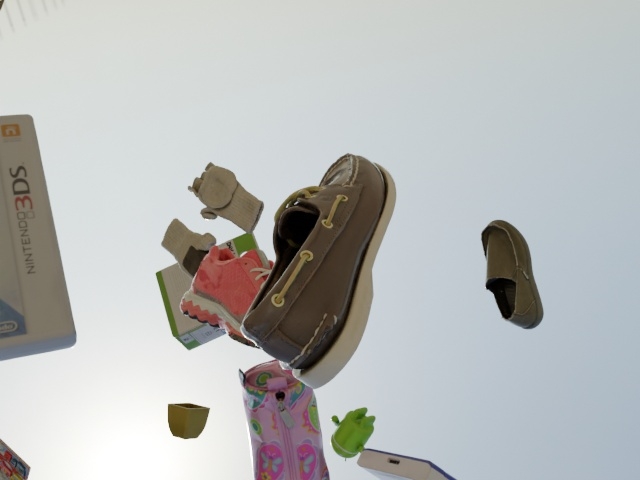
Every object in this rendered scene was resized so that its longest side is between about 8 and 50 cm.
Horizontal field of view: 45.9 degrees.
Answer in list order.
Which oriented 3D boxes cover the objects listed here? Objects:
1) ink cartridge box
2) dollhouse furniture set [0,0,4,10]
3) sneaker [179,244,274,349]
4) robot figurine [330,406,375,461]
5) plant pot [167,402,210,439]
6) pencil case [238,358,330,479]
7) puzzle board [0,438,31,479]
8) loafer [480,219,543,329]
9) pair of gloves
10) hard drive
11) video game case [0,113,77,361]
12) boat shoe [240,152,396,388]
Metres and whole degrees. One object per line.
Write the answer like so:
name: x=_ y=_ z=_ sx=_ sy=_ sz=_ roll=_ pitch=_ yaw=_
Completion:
ink cartridge box: x=-0.237 y=0.117 z=1.780 sx=0.255 sy=0.097 sz=0.188 roll=-24 pitch=-122 yaw=1
dollhouse furniture set: x=-0.823 y=-0.494 z=1.632 sx=0.198 sy=0.286 sz=0.303 roll=19 pitch=177 yaw=-22
sneaker: x=-0.099 y=0.083 z=1.144 sx=0.314 sy=0.136 sz=0.116 roll=16 pitch=179 yaw=44
robot figurine: x=0.065 y=0.393 z=1.536 sx=0.101 sy=0.115 sz=0.067 roll=43 pitch=-157 yaw=28
plant pot: x=-0.344 y=0.466 z=1.944 sx=0.082 sy=0.083 sz=0.081 roll=4 pitch=174 yaw=36
pencil case: x=-0.052 y=0.327 z=1.195 sx=0.124 sy=0.284 sz=0.124 roll=-7 pitch=-167 yaw=1
puzzle board: x=-0.652 y=0.472 z=1.565 sx=0.128 sy=0.096 sz=0.011 roll=30 pitch=-159 yaw=26
loafer: x=0.397 y=0.067 z=1.607 sx=0.088 sy=0.094 sz=0.251 roll=3 pitch=-121 yaw=-35
pair of gloves: x=-0.235 y=-0.034 z=1.575 sx=0.204 sy=0.240 sz=0.042 roll=43 pitch=-163 yaw=33
hard drive: x=0.244 y=0.482 z=1.385 sx=0.210 sy=0.319 sz=0.040 roll=-13 pitch=-137 yaw=59
video game case: x=-0.437 y=0.001 z=0.752 sx=0.329 sy=0.036 sz=0.299 roll=-9 pitch=-122 yaw=-23
boat shoe: x=0.000 y=0.000 z=0.774 sx=0.116 sy=0.097 sz=0.324 roll=-43 pitch=-160 yaw=38
